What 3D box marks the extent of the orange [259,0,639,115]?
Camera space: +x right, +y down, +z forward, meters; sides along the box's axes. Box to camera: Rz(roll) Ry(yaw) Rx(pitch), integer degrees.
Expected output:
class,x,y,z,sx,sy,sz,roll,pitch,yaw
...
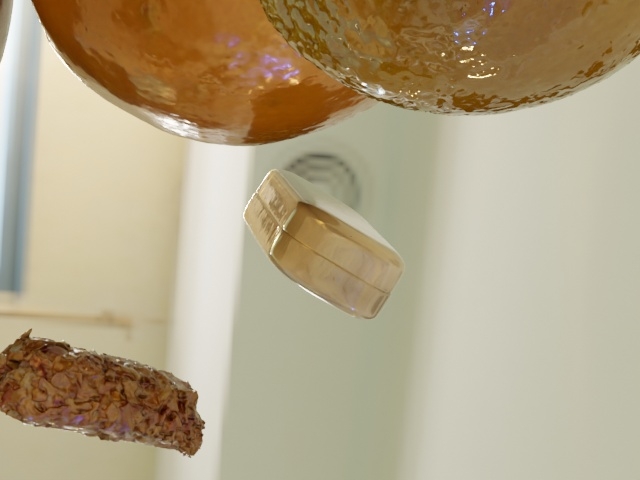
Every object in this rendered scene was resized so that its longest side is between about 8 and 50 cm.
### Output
class,x,y,z,sx,sy,sz,roll,pitch,yaw
orange,0.075,-0.165,0.924,0.236,0.236,0.236,-177,-90,-76

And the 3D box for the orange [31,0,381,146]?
class,x,y,z,sx,sy,sz,roll,pitch,yaw
orange,-0.043,-0.210,1.234,0.312,0.312,0.312,-177,-90,-76

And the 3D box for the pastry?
class,x,y,z,sx,sy,sz,roll,pitch,yaw
pastry,-0.150,0.106,1.402,0.087,0.169,0.063,32,-75,57

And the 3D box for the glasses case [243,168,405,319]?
class,x,y,z,sx,sy,sz,roll,pitch,yaw
glasses case,0.000,0.000,1.275,0.050,0.083,0.196,-56,-169,4

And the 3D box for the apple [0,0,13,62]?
class,x,y,z,sx,sy,sz,roll,pitch,yaw
apple,-0.369,-0.174,1.286,0.348,0.348,0.277,-114,-163,-62
